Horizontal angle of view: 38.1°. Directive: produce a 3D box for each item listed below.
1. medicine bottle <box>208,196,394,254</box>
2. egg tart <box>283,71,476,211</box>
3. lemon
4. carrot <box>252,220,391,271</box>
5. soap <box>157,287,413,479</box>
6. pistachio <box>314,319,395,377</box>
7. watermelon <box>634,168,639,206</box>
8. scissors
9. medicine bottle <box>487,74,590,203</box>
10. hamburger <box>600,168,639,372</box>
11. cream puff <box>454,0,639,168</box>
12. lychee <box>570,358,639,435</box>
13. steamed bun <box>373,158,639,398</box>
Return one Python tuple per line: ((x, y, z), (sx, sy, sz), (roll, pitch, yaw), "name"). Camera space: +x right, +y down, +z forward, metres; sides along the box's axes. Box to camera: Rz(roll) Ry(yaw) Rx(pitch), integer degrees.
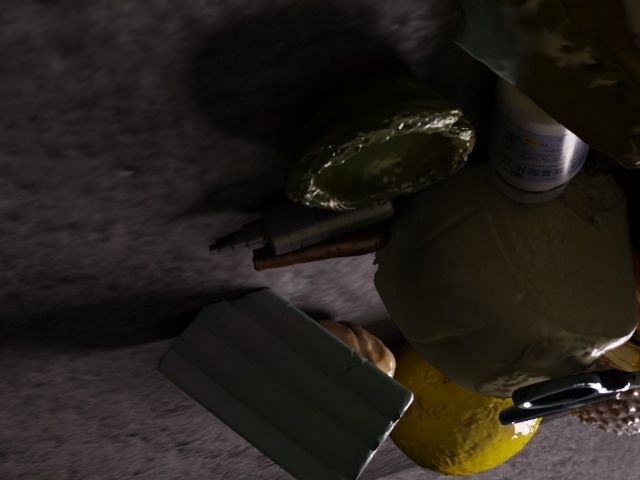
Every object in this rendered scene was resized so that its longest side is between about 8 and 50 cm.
((-0.023, -0.021, 0.986), (0.199, 0.058, 0.057), (-18, 156, -4), "medicine bottle")
((0.049, -0.090, 0.871), (0.197, 0.078, 0.197), (-15, 158, -6), "egg tart")
((0.243, 0.258, 1.562), (0.310, 0.258, 0.258), (-35, 152, 25), "lemon")
((0.000, 0.000, 1.064), (0.161, 0.055, 0.055), (-11, 156, -2), "carrot")
((-0.045, 0.189, 1.205), (0.173, 0.289, 0.095), (-52, 173, -15), "soap")
((0.003, 0.199, 1.370), (0.157, 0.157, 0.229), (5, 158, -44), "pistachio")
((0.472, -0.075, 1.070), (0.212, 0.212, 0.212), (-16, 156, -8), "watermelon")
((0.405, 0.160, 1.111), (0.383, 0.029, 0.256), (-14, 161, 0), "scissors")
((0.218, -0.114, 0.916), (0.102, 0.103, 0.187), (-18, 156, -3), "medicine bottle")
((0.468, 0.052, 1.255), (0.291, 0.291, 0.225), (-15, 157, -11), "hamburger")
((0.271, -0.197, 0.573), (0.378, 0.275, 0.378), (-16, 153, -9), "cream puff")
((0.509, 0.183, 1.549), (0.300, 0.300, 0.300), (-16, 156, -8), "lychee")
((0.204, 0.042, 1.116), (0.272, 0.273, 0.290), (6, 145, -16), "steamed bun")
